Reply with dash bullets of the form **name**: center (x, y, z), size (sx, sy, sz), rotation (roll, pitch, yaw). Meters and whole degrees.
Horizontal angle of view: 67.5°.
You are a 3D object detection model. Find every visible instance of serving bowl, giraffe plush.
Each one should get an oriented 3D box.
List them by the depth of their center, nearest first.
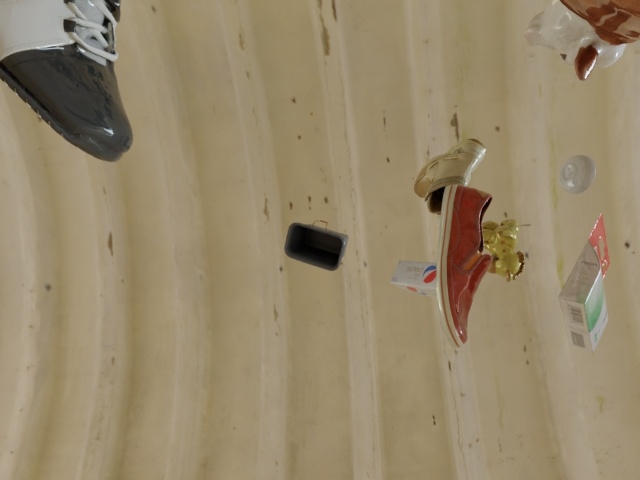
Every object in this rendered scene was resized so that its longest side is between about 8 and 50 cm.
- **serving bowl**: center (0.531, -0.140, 1.003), size (0.027, 0.083, 0.083), rotation (8, -128, -18)
- **giraffe plush**: center (0.565, 0.035, 1.490), size (0.182, 0.170, 0.210), rotation (-17, -169, -27)

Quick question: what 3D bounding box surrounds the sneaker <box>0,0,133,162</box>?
- **sneaker**: center (-0.224, -0.232, 0.402), size (0.146, 0.122, 0.330), rotation (-28, -88, 3)

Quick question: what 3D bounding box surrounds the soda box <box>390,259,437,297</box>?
- **soda box**: center (0.271, 0.097, 1.176), size (0.216, 0.074, 0.069), rotation (2, -115, 62)

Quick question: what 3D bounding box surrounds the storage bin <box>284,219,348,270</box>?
- **storage bin**: center (0.000, 0.000, 1.099), size (0.135, 0.091, 0.098), rotation (17, -75, 15)

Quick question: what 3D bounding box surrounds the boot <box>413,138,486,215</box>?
- **boot**: center (0.322, -0.144, 1.308), size (0.095, 0.262, 0.203), rotation (40, -124, -12)

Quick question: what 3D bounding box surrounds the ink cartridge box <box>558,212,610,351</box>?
- **ink cartridge box**: center (0.559, 0.085, 0.966), size (0.056, 0.181, 0.224), rotation (19, -117, 46)

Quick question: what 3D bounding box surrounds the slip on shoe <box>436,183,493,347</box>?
- **slip on shoe**: center (0.291, 0.049, 0.960), size (0.101, 0.123, 0.331), rotation (3, -98, 23)

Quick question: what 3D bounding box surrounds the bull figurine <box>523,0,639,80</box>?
- **bull figurine**: center (0.187, -0.183, 0.278), size (0.101, 0.188, 0.310), rotation (-45, -166, 13)
